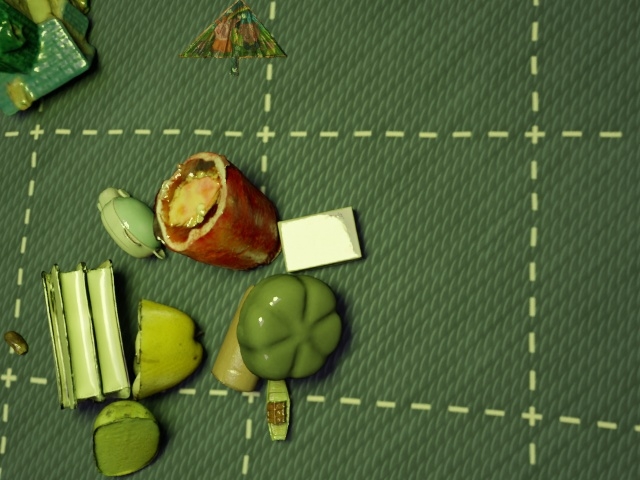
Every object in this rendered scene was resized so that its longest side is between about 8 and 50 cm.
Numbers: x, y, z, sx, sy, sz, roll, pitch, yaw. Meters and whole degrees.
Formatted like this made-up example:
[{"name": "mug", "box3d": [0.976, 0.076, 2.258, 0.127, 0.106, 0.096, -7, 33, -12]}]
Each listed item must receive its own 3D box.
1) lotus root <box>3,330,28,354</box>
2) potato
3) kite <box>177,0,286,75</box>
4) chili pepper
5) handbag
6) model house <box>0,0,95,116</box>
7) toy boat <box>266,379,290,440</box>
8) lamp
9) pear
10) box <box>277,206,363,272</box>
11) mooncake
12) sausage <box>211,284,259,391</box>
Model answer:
[{"name": "lotus root", "box3d": [-0.860, 0.285, 1.560, 0.083, 0.037, 0.030, 42, 88, 11]}, {"name": "potato", "box3d": [-0.498, 0.485, 1.405, 0.160, 0.272, 0.111, -8, 43, -23]}, {"name": "kite", "box3d": [-0.245, -0.579, 1.557, 0.321, 0.016, 0.234, 4, 85, 10]}, {"name": "chili pepper", "box3d": [-0.247, -0.060, 1.386, 0.229, 0.305, 0.251, -20, 69, 15]}, {"name": "handbag", "box3d": [-0.617, 0.244, 1.432, 0.160, 0.236, 0.359, -6, 81, -31]}, {"name": "model house", "box3d": [-0.812, -0.562, 1.462, 0.334, 0.382, 0.343, -26, 76, 8]}, {"name": "toy boat", "box3d": [-0.109, 0.421, 1.408, 0.065, 0.066, 0.172, -4, 83, 12]}, {"name": "lamp", "box3d": [-0.501, -0.057, 1.471, 0.108, 0.179, 0.246, -40, 59, 0]}, {"name": "pear", "box3d": [-0.391, 0.283, 1.418, 0.178, 0.267, 0.267, 5, 85, -16]}, {"name": "box", "box3d": [0.000, 0.000, 1.436, 0.201, 0.058, 0.141, -13, 82, 8]}, {"name": "mooncake", "box3d": [-0.070, 0.208, 1.323, 0.135, 0.275, 0.275, 9, 84, 52]}, {"name": "sausage", "box3d": [-0.176, 0.245, 1.408, 0.123, 0.123, 0.253, 22, 89, 11]}]
